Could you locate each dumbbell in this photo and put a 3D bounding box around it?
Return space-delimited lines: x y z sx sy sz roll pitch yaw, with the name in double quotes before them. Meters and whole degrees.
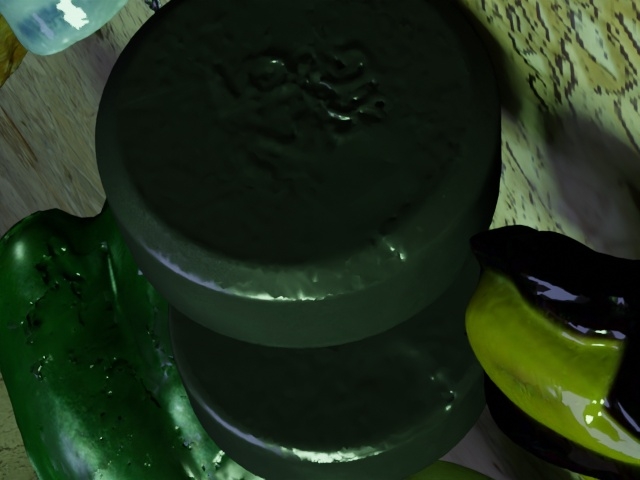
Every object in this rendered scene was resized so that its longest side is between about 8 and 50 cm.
"dumbbell" 0.000 0.000 0.686 0.152 0.152 0.218 47 165 25

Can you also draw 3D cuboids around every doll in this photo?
"doll" 0.124 0.049 0.532 0.249 0.088 0.127 18 126 56

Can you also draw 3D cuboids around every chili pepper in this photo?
"chili pepper" -0.083 0.083 1.036 0.256 0.233 0.248 57 163 9

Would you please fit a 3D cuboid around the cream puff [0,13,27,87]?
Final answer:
"cream puff" -0.276 -0.213 1.095 0.241 0.155 0.269 52 177 8

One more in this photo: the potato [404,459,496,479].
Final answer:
"potato" 0.109 0.261 0.885 0.304 0.216 0.216 59 169 19

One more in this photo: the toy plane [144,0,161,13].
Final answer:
"toy plane" -0.063 -0.158 0.723 0.031 0.049 0.120 41 145 40

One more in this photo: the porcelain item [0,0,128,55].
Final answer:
"porcelain item" -0.198 -0.216 0.858 0.259 0.141 0.141 51 170 -34
